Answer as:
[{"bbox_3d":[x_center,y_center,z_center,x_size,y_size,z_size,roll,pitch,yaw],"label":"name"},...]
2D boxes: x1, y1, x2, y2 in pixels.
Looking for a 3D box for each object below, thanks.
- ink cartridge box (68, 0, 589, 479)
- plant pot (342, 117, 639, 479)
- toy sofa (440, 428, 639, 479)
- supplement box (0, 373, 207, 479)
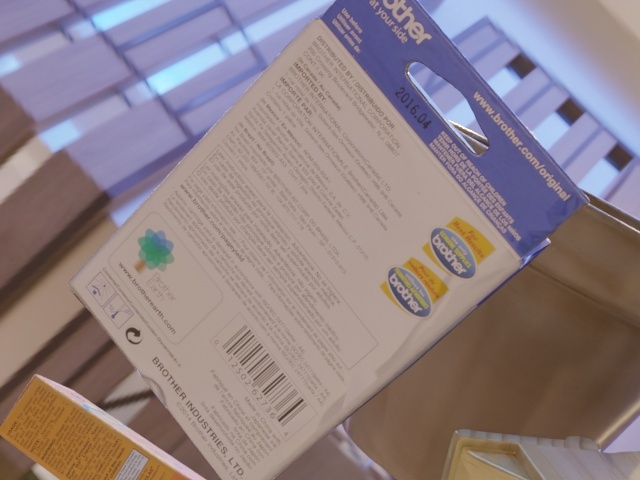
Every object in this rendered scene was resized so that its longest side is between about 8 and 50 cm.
[{"bbox_3d":[0.000,0.000,0.840,0.186,0.065,0.311,51,-58,8],"label":"ink cartridge box"},{"bbox_3d":[0.162,0.081,1.208,0.323,0.323,0.280,31,-82,14],"label":"plant pot"},{"bbox_3d":[0.195,0.265,0.875,0.177,0.362,0.150,7,-73,-15],"label":"toy sofa"},{"bbox_3d":[-0.211,0.223,1.397,0.233,0.078,0.080,26,-98,29],"label":"supplement box"}]
